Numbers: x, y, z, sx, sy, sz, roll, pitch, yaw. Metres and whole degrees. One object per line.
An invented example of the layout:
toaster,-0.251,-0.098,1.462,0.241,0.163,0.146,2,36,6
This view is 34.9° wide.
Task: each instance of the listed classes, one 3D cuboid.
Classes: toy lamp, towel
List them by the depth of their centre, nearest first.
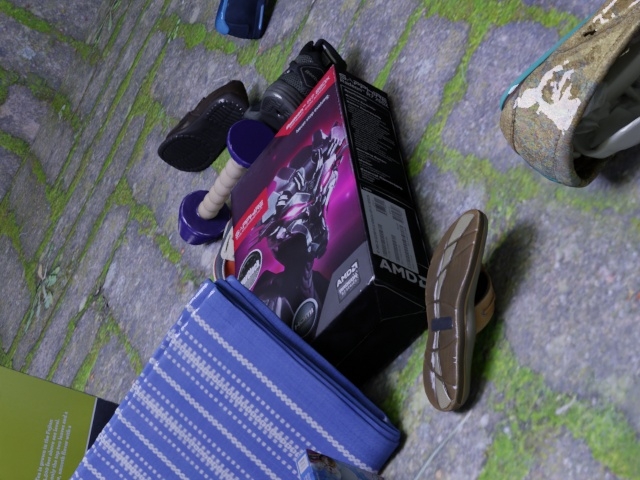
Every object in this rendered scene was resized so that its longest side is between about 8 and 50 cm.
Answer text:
towel,-0.101,0.226,1.018,0.336,0.243,0.040,-53,-10,21
toy lamp,-0.136,-0.070,1.411,0.275,0.080,0.080,-44,32,55

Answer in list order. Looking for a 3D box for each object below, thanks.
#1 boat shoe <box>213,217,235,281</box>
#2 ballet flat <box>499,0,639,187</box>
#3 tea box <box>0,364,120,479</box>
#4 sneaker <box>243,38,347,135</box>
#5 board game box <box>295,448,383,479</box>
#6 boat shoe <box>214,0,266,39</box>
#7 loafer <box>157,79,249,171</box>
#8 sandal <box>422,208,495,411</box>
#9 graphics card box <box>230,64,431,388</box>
boat shoe,-0.109,0.014,1.365,0.043,0.049,0.137,-35,34,40
ballet flat,0.282,-0.176,0.780,0.348,0.123,0.123,-49,31,27
tea box,-0.425,0.336,1.349,0.329,0.323,0.220,-35,39,45
sneaker,-0.029,-0.187,1.359,0.130,0.087,0.227,-44,1,-17
board game box,0.027,0.232,0.893,0.020,0.090,0.090,-51,30,20
boat shoe,-0.105,-0.454,1.710,0.109,0.089,0.258,178,110,-74
loafer,-0.179,-0.182,1.631,0.220,0.080,0.078,-30,33,41
sandal,0.129,0.063,0.908,0.072,0.049,0.180,171,106,-64
graphics card box,0.000,0.000,1.132,0.233,0.094,0.371,-47,33,31
